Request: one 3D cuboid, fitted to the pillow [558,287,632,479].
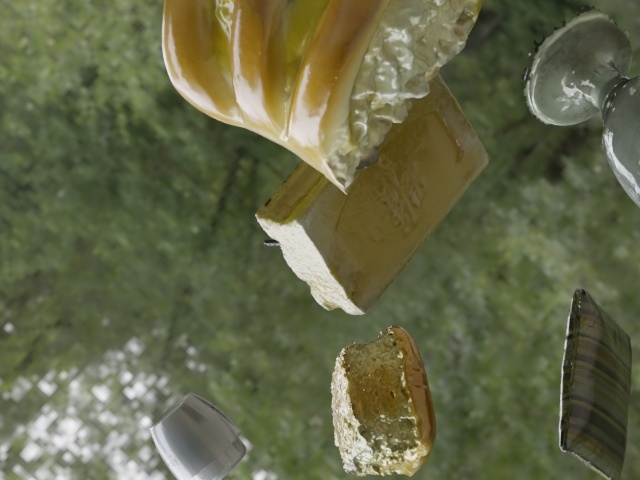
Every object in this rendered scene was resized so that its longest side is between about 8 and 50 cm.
[{"bbox_3d":[0.354,0.191,2.127,0.208,0.052,0.212,39,-126,-56],"label":"pillow"}]

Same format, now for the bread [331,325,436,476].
[{"bbox_3d":[0.076,0.207,2.066,0.245,0.121,0.174,90,175,-73],"label":"bread"}]

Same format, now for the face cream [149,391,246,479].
[{"bbox_3d":[-0.139,0.227,1.876,0.095,0.091,0.091,49,-169,-4],"label":"face cream"}]

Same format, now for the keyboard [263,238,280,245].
[{"bbox_3d":[0.000,0.000,2.312,0.053,0.155,0.010,7,-100,-81],"label":"keyboard"}]

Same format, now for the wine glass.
[{"bbox_3d":[0.424,-0.145,2.110,0.190,0.190,0.357,31,-166,-45],"label":"wine glass"}]

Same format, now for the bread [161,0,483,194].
[{"bbox_3d":[0.005,-0.240,1.613,0.270,0.315,0.211,34,161,12],"label":"bread"}]

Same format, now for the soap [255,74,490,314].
[{"bbox_3d":[0.078,-0.070,2.212,0.091,0.315,0.199,6,138,51],"label":"soap"}]
